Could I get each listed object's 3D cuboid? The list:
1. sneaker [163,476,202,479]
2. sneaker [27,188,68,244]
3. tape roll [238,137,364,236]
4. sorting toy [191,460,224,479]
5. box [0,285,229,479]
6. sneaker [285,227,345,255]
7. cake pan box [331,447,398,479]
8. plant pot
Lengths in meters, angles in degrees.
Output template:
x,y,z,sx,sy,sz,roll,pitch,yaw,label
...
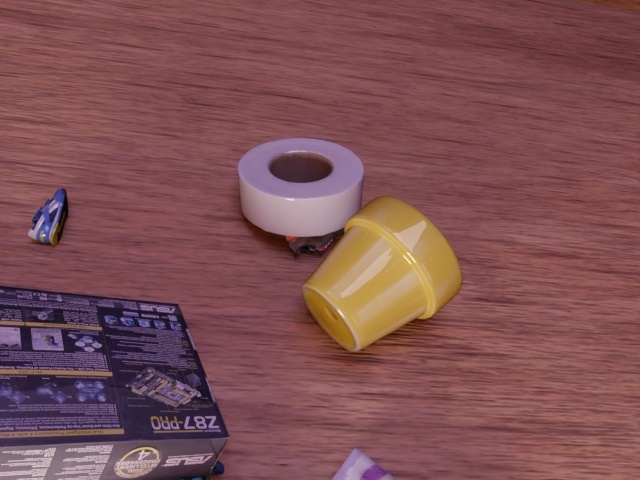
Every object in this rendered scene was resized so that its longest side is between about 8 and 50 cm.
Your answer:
x,y,z,sx,sy,sz,roll,pitch,yaw,label
-0.200,0.398,0.845,0.275,0.107,0.110,26,59,9,sneaker
-0.563,-0.055,1.206,0.059,0.053,0.144,4,47,-7,sneaker
-0.045,-0.128,1.320,0.286,0.100,0.286,1,36,-1,tape roll
-0.185,0.364,0.940,0.061,0.042,0.102,8,58,14,sorting toy
-0.365,0.201,0.856,0.395,0.097,0.318,12,25,-37,box
0.000,0.000,1.302,0.158,0.061,0.065,-14,79,-22,sneaker
0.071,0.492,0.866,0.246,0.070,0.267,34,51,19,cake pan box
0.103,0.079,1.133,0.239,0.254,0.254,-38,65,-21,plant pot
